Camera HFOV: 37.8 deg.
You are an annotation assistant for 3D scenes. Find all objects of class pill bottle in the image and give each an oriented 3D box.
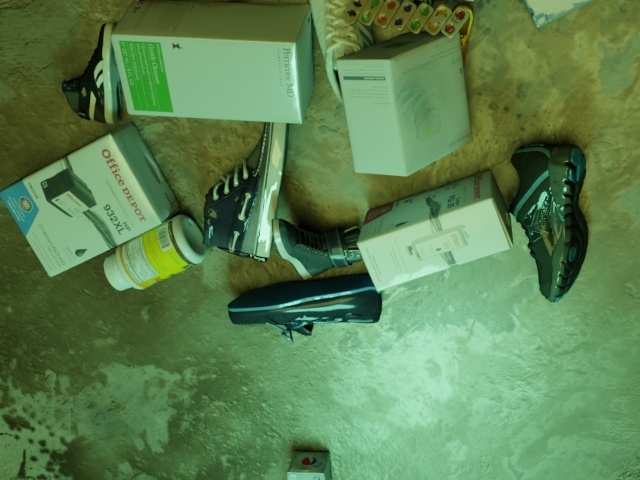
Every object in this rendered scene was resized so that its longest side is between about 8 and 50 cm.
[{"bbox_3d":[-0.369,0.033,2.069,0.215,0.117,0.117,-24,103,18],"label":"pill bottle"}]

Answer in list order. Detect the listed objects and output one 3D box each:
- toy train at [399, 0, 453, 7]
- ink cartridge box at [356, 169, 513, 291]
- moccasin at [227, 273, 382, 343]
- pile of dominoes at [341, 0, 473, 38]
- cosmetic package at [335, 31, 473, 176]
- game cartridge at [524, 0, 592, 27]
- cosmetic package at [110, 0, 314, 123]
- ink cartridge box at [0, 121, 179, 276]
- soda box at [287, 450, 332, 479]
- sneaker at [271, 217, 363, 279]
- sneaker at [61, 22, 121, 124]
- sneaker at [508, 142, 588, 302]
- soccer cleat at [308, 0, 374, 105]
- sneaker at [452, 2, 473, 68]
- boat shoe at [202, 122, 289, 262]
[{"bbox_3d":[0.231,-0.506,1.793,0.184,0.080,0.105,-3,116,12],"label":"toy train"},{"bbox_3d":[0.233,-0.024,1.888,0.283,0.207,0.117,-19,106,16],"label":"ink cartridge box"},{"bbox_3d":[-0.034,0.162,2.042,0.342,0.137,0.117,-6,112,14],"label":"moccasin"},{"bbox_3d":[0.169,-0.485,1.732,0.251,0.040,0.196,12,92,13],"label":"pile of dominoes"},{"bbox_3d":[0.166,-0.264,1.786,0.138,0.224,0.224,10,119,42],"label":"cosmetic package"},{"bbox_3d":[0.433,-0.575,1.743,0.198,0.062,0.297,-25,103,13],"label":"game cartridge"},{"bbox_3d":[-0.204,-0.358,1.856,0.366,0.155,0.197,4,133,11],"label":"cosmetic package"},{"bbox_3d":[-0.503,-0.089,2.044,0.307,0.129,0.223,-24,102,17],"label":"ink cartridge box"},{"bbox_3d":[-0.018,0.650,2.227,0.091,0.098,0.286,-1,109,10],"label":"soda box"},{"bbox_3d":[0.000,-0.001,1.959,0.163,0.226,0.086,-15,62,16],"label":"sneaker"},{"bbox_3d":[-0.489,-0.356,1.976,0.121,0.079,0.217,8,111,6],"label":"sneaker"},{"bbox_3d":[0.463,-0.039,1.907,0.140,0.125,0.340,12,116,35],"label":"sneaker"},{"bbox_3d":[0.048,-0.408,1.823,0.116,0.143,0.331,-15,105,15],"label":"soccer cleat"},{"bbox_3d":[0.260,-0.379,1.835,0.064,0.067,0.175,9,112,6],"label":"sneaker"},{"bbox_3d":[-0.162,-0.119,1.969,0.158,0.127,0.340,10,111,-1],"label":"boat shoe"}]
